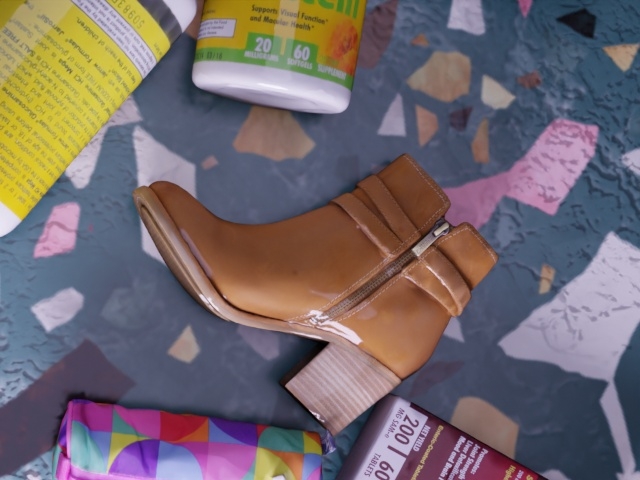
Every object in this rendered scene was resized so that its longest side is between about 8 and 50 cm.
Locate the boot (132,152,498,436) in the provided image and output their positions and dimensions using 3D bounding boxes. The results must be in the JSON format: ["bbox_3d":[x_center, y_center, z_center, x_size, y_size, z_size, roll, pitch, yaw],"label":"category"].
[{"bbox_3d":[0.000,0.000,1.456,0.283,0.109,0.220,45,82,-6],"label":"boot"}]

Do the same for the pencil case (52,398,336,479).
[{"bbox_3d":[-0.107,0.194,1.437,0.236,0.104,0.104,8,88,-7],"label":"pencil case"}]

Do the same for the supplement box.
[{"bbox_3d":[0.133,0.245,1.492,0.239,0.073,0.130,29,84,-9],"label":"supplement box"}]

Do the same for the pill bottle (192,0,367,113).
[{"bbox_3d":[-0.023,-0.239,1.443,0.136,0.136,0.245,10,87,-9],"label":"pill bottle"}]

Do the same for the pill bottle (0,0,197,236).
[{"bbox_3d":[-0.271,-0.125,1.374,0.188,0.188,0.334,40,83,-6],"label":"pill bottle"}]
